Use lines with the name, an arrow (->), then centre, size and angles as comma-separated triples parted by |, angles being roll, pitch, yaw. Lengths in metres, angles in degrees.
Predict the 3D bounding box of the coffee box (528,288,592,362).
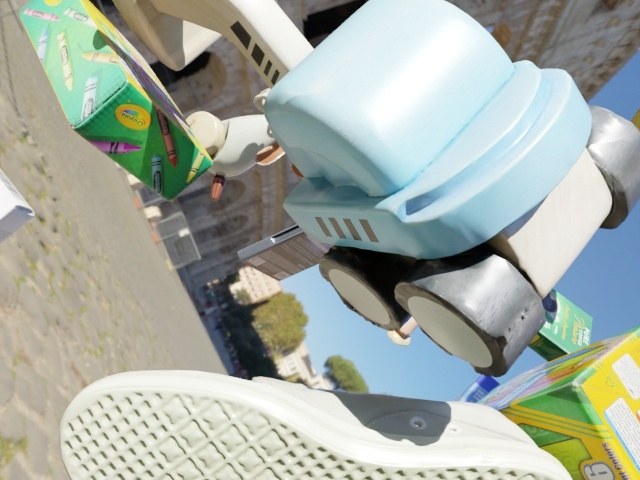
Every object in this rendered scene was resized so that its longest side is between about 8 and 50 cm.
coffee box -> 0.309, 0.102, 0.828 | 0.184, 0.113, 0.040 | 36, -49, 0

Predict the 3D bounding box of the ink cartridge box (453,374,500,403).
ink cartridge box -> 0.305, 0.479, 1.290 | 0.151, 0.395, 0.270 | 44, -43, 19

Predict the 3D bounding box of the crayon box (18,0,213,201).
crayon box -> -0.260, -0.195, 0.717 | 0.278, 0.081, 0.165 | 53, 4, 34

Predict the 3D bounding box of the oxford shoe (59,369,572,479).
oxford shoe -> 0.000, 0.202, 0.519 | 0.130, 0.450, 0.169 | -103, -157, -76

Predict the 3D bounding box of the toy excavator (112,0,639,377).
toy excavator -> 0.007, -0.140, 0.536 | 0.445, 0.222, 0.433 | 52, -17, -21

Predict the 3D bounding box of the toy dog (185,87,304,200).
toy dog -> -0.112, -0.164, 1.087 | 0.334, 0.220, 0.160 | -5, -96, 39

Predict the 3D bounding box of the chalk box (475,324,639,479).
chalk box -> 0.272, 0.248, 0.652 | 0.180, 0.179, 0.289 | 61, -38, 15

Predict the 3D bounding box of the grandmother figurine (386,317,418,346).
grandmother figurine -> 0.253, 0.074, 1.288 | 0.208, 0.342, 0.104 | 42, 19, 6

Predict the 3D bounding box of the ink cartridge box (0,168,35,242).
ink cartridge box -> -0.477, -0.027, 0.644 | 0.189, 0.232, 0.066 | 48, -11, 9

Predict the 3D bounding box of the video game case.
video game case -> 0.000, 0.000, 1.110 | 0.026, 0.274, 0.196 | 69, 11, 21

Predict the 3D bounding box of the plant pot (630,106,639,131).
plant pot -> 0.410, -0.110, 0.661 | 0.083, 0.082, 0.081 | -75, -175, -58
